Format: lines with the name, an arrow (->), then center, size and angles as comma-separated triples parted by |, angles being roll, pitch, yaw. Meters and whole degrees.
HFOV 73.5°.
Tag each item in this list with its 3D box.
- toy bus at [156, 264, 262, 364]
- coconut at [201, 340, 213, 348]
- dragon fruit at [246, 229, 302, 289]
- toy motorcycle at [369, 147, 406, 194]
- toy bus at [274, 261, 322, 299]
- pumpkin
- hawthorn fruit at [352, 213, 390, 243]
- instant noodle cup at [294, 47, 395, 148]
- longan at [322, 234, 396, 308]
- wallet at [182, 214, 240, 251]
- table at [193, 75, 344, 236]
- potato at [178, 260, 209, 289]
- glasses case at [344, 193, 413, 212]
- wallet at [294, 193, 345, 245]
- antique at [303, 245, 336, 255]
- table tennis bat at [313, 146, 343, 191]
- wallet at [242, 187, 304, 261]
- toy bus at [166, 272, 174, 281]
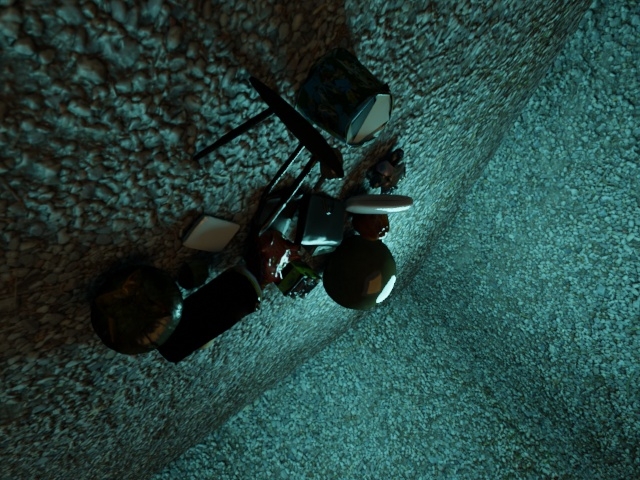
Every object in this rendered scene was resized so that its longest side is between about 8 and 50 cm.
toy bus -> -0.363, 0.220, 1.399 | 0.386, 0.171, 0.162 | -33, -168, 11
coconut -> -0.455, 0.353, 1.646 | 0.116, 0.116, 0.122 | -7, 134, -56
dragon fruit -> -0.154, 0.067, 1.524 | 0.211, 0.134, 0.262 | -26, 155, -31
toy motorcycle -> 0.268, -0.259, 1.817 | 0.204, 0.108, 0.239 | -37, 135, -29
toy bus -> -0.107, 0.163, 1.855 | 0.128, 0.150, 0.262 | -48, 163, 6
pumpkin -> -0.487, 0.184, 1.150 | 0.238, 0.238, 0.159 | -38, 161, -14
hawthorn fruit -> 0.235, -0.087, 1.956 | 0.174, 0.179, 0.173 | -59, 178, -3
instant noodle cup -> 0.078, -0.377, 1.181 | 0.240, 0.178, 0.240 | -36, 157, -18
longan -> 0.197, 0.163, 2.147 | 0.404, 0.336, 0.405 | -5, 130, -5
wallet -> -0.333, -0.020, 1.307 | 0.124, 0.032, 0.183 | -49, 156, 12
table -> -0.118, -0.178, 1.064 | 0.249, 0.317, 0.317 | -42, 159, 16
potato -> -0.397, 0.114, 1.390 | 0.103, 0.066, 0.096 | -23, 153, -45
glasses case -> 0.250, -0.155, 1.828 | 0.296, 0.075, 0.113 | 0, 168, -12
wallet -> 0.010, -0.073, 1.653 | 0.377, 0.051, 0.197 | 5, 94, -66
antique -> 0.000, 0.000, 1.832 | 0.183, 0.086, 0.088 | -10, 140, -54
table tennis bat -> -0.010, -0.247, 1.489 | 0.107, 0.119, 0.170 | 45, 69, -40
wallet -> -0.172, -0.049, 1.507 | 0.172, 0.045, 0.318 | -17, 148, -41
toy bus -> -0.519, 0.177, 1.279 | 0.190, 0.075, 0.064 | -39, 158, -13
